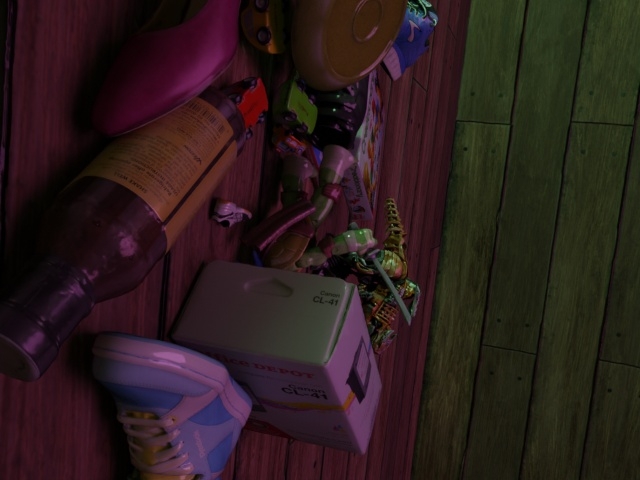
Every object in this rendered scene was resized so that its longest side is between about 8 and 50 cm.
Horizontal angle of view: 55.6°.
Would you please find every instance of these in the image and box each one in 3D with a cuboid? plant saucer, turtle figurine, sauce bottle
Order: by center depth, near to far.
[{"bbox_3d":[-0.186,-0.027,0.574,0.344,0.111,0.112,-62,152,-44],"label":"sauce bottle"},{"bbox_3d":[0.056,-0.322,0.871,0.241,0.037,0.241,-37,146,-30],"label":"plant saucer"},{"bbox_3d":[0.000,0.000,0.994,0.198,0.274,0.267,138,-34,-64],"label":"turtle figurine"}]

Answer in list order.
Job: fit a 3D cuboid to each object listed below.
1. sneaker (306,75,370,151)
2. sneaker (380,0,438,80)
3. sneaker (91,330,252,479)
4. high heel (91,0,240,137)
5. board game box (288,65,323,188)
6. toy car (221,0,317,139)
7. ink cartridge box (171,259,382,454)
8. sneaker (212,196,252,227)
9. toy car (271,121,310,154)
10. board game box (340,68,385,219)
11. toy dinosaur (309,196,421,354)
[{"bbox_3d":[0.030,-0.271,1.005,0.296,0.104,0.147,84,18,-45],"label":"sneaker"},{"bbox_3d":[0.151,-0.460,1.236,0.130,0.147,0.330,57,9,18],"label":"sneaker"},{"bbox_3d":[-0.177,0.238,0.684,0.319,0.127,0.208,63,38,-57],"label":"sneaker"},{"bbox_3d":[-0.141,-0.281,0.604,0.377,0.127,0.181,-61,137,-27],"label":"high heel"},{"bbox_3d":[-0.003,-0.220,1.138,0.281,0.027,0.145,69,33,-54],"label":"board game box"},{"bbox_3d":[-0.070,-0.221,0.885,0.225,0.053,0.239,38,63,-61],"label":"toy car"},{"bbox_3d":[-0.046,0.178,0.879,0.306,0.226,0.131,71,32,-51],"label":"ink cartridge box"},{"bbox_3d":[-0.128,-0.035,0.863,0.037,0.031,0.083,-67,155,-1],"label":"sneaker"},{"bbox_3d":[-0.043,-0.155,1.013,0.041,0.060,0.122,-51,154,8],"label":"toy car"},{"bbox_3d":[0.089,-0.222,1.290,0.193,0.053,0.306,67,27,-55],"label":"board game box"},{"bbox_3d":[0.113,0.073,1.294,0.164,0.218,0.322,74,31,-48],"label":"toy dinosaur"}]
